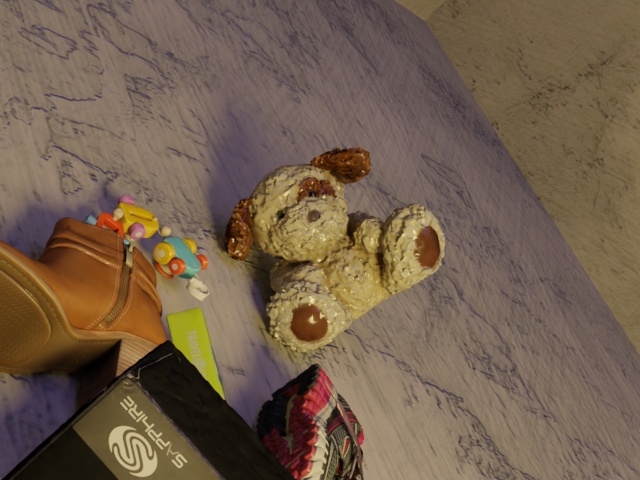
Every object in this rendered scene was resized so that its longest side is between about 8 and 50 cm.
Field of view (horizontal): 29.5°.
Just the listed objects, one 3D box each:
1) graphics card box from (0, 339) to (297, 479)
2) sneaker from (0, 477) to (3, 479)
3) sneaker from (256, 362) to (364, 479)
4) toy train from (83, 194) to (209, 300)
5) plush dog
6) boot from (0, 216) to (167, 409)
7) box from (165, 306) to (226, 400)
[{"bbox_3d":[-0.144,0.259,0.647,0.233,0.371,0.094,47,11,1],"label":"graphics card box"},{"bbox_3d":[-0.276,0.223,0.837,0.235,0.094,0.153,40,24,-17],"label":"sneaker"},{"bbox_3d":[-0.006,0.239,1.275,0.112,0.121,0.299,48,22,-11],"label":"sneaker"},{"bbox_3d":[-0.205,0.015,1.390,0.166,0.046,0.125,35,26,-22],"label":"toy train"},{"bbox_3d":[0.000,0.000,1.609,0.225,0.262,0.210,57,-11,-1],"label":"plush dog"},{"bbox_3d":[-0.251,0.034,1.173,0.283,0.109,0.220,38,25,-29],"label":"boot"},{"bbox_3d":[-0.116,0.168,1.224,0.109,0.042,0.178,83,-10,-45],"label":"box"}]
